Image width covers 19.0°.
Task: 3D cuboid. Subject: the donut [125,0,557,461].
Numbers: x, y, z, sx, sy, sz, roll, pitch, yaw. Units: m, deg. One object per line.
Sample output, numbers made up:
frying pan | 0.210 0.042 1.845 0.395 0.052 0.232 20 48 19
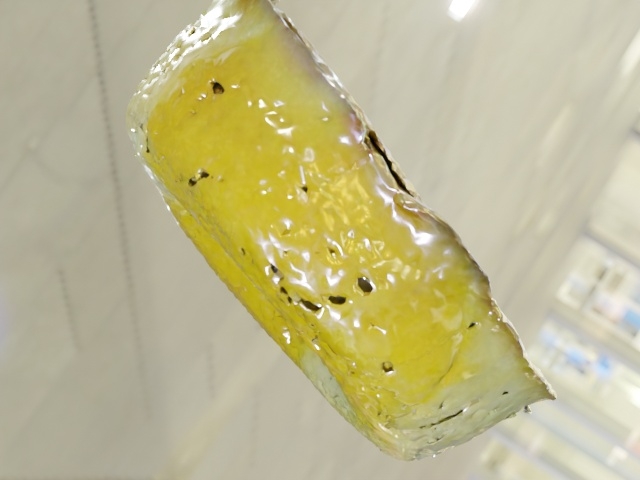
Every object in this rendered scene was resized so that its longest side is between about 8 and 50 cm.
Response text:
donut | 0.000 0.000 0.952 0.107 0.272 0.272 -38 169 -2
